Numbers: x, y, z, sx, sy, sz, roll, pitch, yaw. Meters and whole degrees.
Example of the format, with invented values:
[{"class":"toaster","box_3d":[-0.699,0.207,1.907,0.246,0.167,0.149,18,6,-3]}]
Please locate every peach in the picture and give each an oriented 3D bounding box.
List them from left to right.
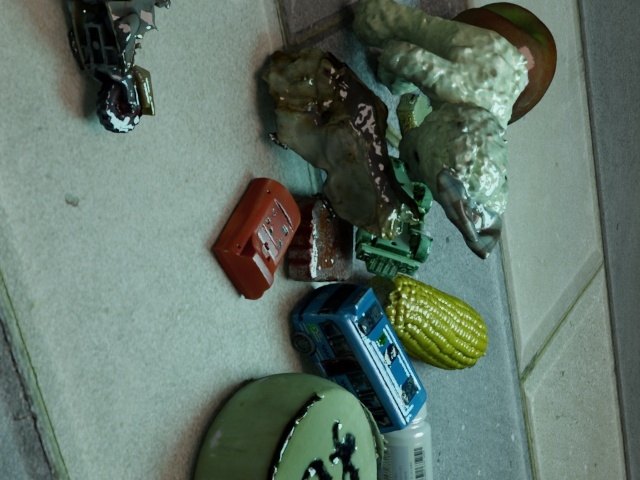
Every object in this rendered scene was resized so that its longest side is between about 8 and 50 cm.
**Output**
[{"class":"peach","box_3d":[0.329,-0.332,2.107,0.252,0.252,0.252,-6,97,-58]}]

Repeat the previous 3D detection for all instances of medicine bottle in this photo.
[{"class":"medicine bottle","box_3d":[0.151,0.380,1.983,0.103,0.102,0.187,-20,109,-56]}]

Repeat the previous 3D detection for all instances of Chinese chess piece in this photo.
[{"class":"Chinese chess piece","box_3d":[-0.042,0.373,1.636,0.349,0.146,0.349,-8,100,-58]}]

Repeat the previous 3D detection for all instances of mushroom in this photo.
[{"class":"mushroom","box_3d":[0.110,-0.193,1.925,0.187,0.061,0.060,13,76,-62]}]

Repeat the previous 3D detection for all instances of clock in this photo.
[{"class":"clock","box_3d":[-0.084,-0.005,1.623,0.113,0.061,0.155,60,42,-40]}]

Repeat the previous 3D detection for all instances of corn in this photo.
[{"class":"corn","box_3d":[0.190,0.148,2.003,0.387,0.144,0.144,31,66,-51]}]

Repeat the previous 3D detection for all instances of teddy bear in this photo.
[{"class":"teddy bear","box_3d":[0.162,-0.178,1.757,0.362,0.375,0.327,-62,145,-18]}]

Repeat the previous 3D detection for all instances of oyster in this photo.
[{"class":"oyster","box_3d":[0.030,-0.149,1.673,0.197,0.133,0.337,-21,86,-35]}]

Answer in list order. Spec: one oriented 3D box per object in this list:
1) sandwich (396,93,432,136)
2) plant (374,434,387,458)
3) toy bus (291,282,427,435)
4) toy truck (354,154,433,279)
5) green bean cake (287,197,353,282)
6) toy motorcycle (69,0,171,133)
[{"class":"sandwich","box_3d":[0.184,-0.234,2.056,0.105,0.035,0.093,-36,121,-52]},{"class":"plant","box_3d":[0.055,0.328,1.877,0.116,0.104,0.122,110,-25,-47]},{"class":"toy bus","box_3d":[0.064,0.189,1.768,0.113,0.134,0.246,-44,113,-47]},{"class":"toy truck","box_3d":[0.117,-0.030,1.845,0.259,0.128,0.135,-83,-168,-53]},{"class":"green bean cake","box_3d":[0.000,0.000,1.759,0.135,0.056,0.135,2,88,-57]},{"class":"toy motorcycle","box_3d":[-0.236,-0.250,1.333,0.130,0.094,0.229,-39,129,-52]}]
